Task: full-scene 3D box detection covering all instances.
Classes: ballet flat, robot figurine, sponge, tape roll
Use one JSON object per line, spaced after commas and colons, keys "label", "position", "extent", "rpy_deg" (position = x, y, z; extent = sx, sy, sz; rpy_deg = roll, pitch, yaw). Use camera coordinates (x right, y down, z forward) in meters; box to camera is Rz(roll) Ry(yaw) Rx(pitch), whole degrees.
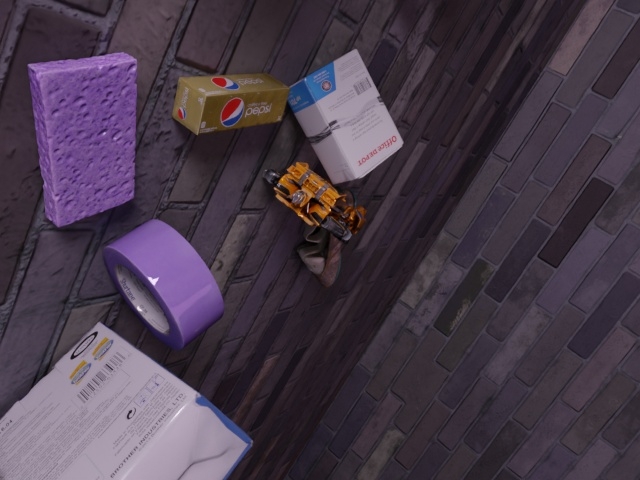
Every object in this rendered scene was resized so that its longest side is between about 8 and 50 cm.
{"label": "ballet flat", "position": [0.000, 0.000, 1.336], "extent": [0.106, 0.107, 0.316], "rpy_deg": [-13, 133, -29]}
{"label": "robot figurine", "position": [0.000, -0.080, 1.068], "extent": [0.085, 0.211, 0.291], "rpy_deg": [-52, 168, 7]}
{"label": "sponge", "position": [-0.283, -0.121, 0.658], "extent": [0.117, 0.031, 0.210], "rpy_deg": [-31, 149, -43]}
{"label": "tape roll", "position": [-0.238, 0.068, 0.814], "extent": [0.080, 0.189, 0.189], "rpy_deg": [-38, 153, -32]}

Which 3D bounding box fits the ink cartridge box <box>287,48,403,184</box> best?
{"label": "ink cartridge box", "position": [0.043, -0.217, 0.954], "extent": [0.139, 0.082, 0.191], "rpy_deg": [-39, 109, -31]}

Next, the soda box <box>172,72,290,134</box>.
{"label": "soda box", "position": [-0.128, -0.208, 0.802], "extent": [0.181, 0.058, 0.061], "rpy_deg": [-26, 145, -50]}

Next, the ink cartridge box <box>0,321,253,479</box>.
{"label": "ink cartridge box", "position": [-0.330, 0.292, 0.794], "extent": [0.270, 0.395, 0.151], "rpy_deg": [-49, 130, -24]}
